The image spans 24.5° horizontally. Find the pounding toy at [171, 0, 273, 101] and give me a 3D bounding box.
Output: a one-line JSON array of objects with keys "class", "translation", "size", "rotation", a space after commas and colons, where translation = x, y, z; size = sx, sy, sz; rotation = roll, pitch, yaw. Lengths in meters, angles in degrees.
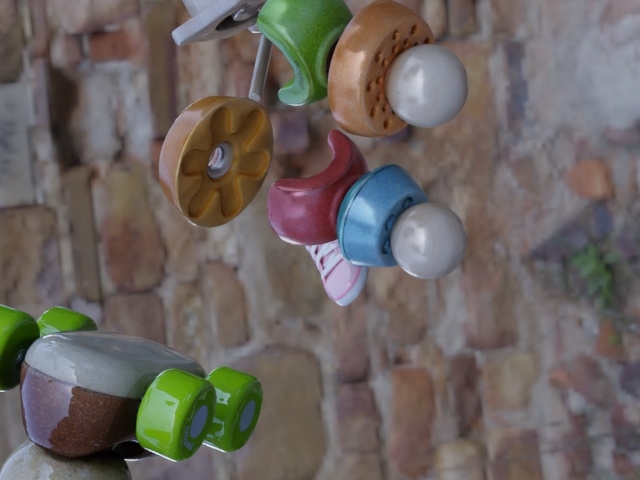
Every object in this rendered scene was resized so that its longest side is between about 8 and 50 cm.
[{"class": "pounding toy", "translation": [-0.046, -0.236, 1.452], "size": [0.155, 0.154, 0.269], "rotation": [62, -159, -2]}]

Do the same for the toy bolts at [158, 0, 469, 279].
[{"class": "toy bolts", "translation": [0.018, -0.047, 1.105], "size": [0.158, 0.218, 0.228], "rotation": [26, 152, 34]}]

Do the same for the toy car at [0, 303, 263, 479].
[{"class": "toy car", "translation": [-0.148, 0.151, 0.915], "size": [0.149, 0.155, 0.188], "rotation": [12, -84, -70]}]

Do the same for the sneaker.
[{"class": "sneaker", "translation": [0.000, 0.000, 1.319], "size": [0.051, 0.070, 0.134], "rotation": [-46, 30, 28]}]
